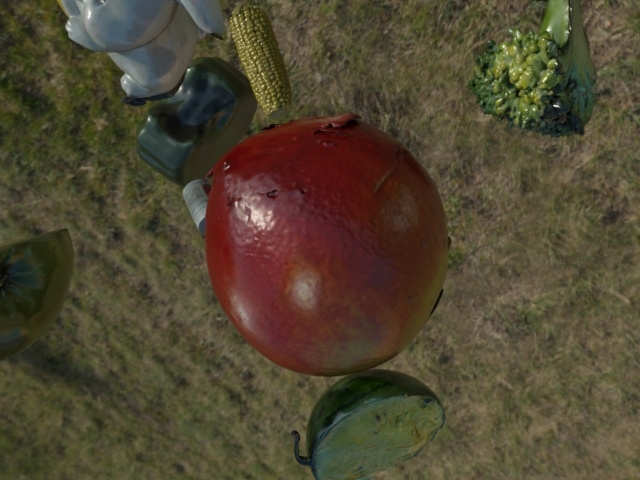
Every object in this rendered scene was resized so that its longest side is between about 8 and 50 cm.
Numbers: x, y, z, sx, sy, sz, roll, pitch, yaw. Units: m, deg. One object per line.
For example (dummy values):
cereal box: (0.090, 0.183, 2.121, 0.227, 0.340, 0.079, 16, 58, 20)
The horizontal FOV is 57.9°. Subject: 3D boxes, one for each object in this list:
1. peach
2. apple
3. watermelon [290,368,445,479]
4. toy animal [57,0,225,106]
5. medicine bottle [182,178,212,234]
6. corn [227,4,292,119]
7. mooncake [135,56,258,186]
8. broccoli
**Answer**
peach: (0.000, 0.000, 0.791, 0.369, 0.370, 0.370, 11, 131, 12)
apple: (-0.505, 0.065, 0.795, 0.257, 0.234, 0.295, 8, 172, 39)
watermelon: (0.065, 0.271, 0.879, 0.232, 0.127, 0.204, -16, 132, -10)
toy animal: (-0.255, -0.334, 0.826, 0.247, 0.183, 0.310, 5, 167, -13)
medicine bottle: (-0.207, -0.060, 1.040, 0.058, 0.091, 0.058, -21, 145, -15)
corn: (-0.126, -0.386, 1.241, 0.091, 0.260, 0.091, -17, 169, -2)
mooncake: (-0.329, -0.317, 1.553, 0.187, 0.351, 0.351, 36, 132, 2)
broccoli: (0.352, -0.302, 0.985, 0.180, 0.242, 0.273, -4, 107, 38)
